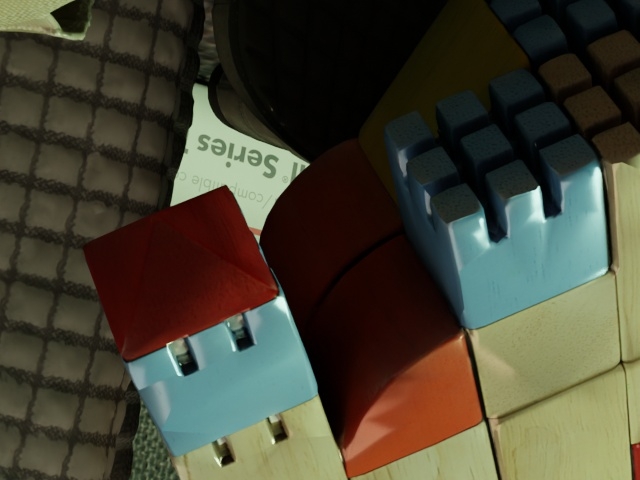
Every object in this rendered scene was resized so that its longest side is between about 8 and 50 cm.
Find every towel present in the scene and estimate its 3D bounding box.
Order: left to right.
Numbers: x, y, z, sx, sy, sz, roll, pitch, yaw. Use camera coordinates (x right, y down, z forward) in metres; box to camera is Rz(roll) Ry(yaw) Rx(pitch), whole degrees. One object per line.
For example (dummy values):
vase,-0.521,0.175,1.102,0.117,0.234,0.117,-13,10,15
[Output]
towel,-0.198,-0.023,0.567,0.283,0.235,0.121,10,178,1

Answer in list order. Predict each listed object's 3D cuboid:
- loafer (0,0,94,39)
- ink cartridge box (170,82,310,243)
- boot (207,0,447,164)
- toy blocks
loafer,-0.102,-0.095,0.400,0.092,0.102,0.268,24,164,-40
ink cartridge box,-0.070,-0.011,0.890,0.207,0.119,0.353,15,171,-32
boot,0.003,-0.058,0.641,0.161,0.083,0.246,10,173,42
toy blocks,0.084,0.018,0.512,0.381,0.191,0.261,-22,137,-5
